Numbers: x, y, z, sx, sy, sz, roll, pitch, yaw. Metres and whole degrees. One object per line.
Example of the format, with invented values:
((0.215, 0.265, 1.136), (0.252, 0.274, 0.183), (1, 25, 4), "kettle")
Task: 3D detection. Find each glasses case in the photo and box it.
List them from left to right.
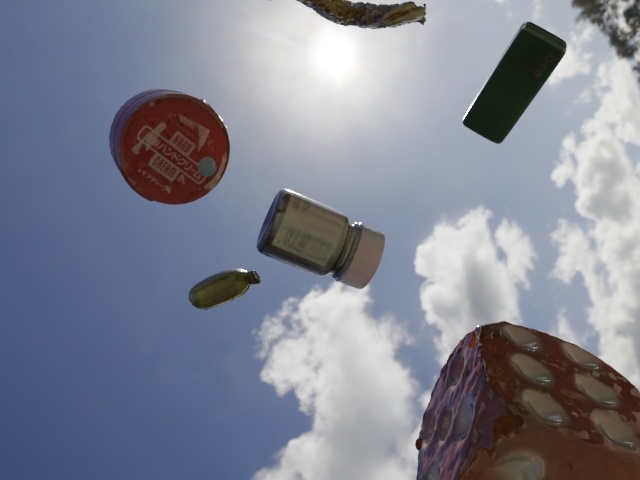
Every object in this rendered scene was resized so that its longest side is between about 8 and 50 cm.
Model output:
((0.302, -0.245, 0.949), (0.077, 0.184, 0.039), (31, -137, 4), "glasses case")

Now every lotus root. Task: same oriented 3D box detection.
((-0.240, 0.116, 1.498), (0.090, 0.182, 0.077), (86, 161, -81), "lotus root")

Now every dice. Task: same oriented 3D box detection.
((0.198, 0.197, 0.570), (0.175, 0.173, 0.179), (-68, -2, -69), "dice")

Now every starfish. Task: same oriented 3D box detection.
((0.024, -0.519, 1.306), (0.324, 0.431, 0.083), (-42, -29, -69), "starfish")

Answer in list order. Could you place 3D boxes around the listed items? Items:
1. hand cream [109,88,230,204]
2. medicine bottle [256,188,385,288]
((-0.308, -0.194, 1.220), (0.230, 0.149, 0.231), (-10, -67, -24), "hand cream")
((0.000, 0.000, 1.418), (0.273, 0.165, 0.165), (22, -124, -12), "medicine bottle")
